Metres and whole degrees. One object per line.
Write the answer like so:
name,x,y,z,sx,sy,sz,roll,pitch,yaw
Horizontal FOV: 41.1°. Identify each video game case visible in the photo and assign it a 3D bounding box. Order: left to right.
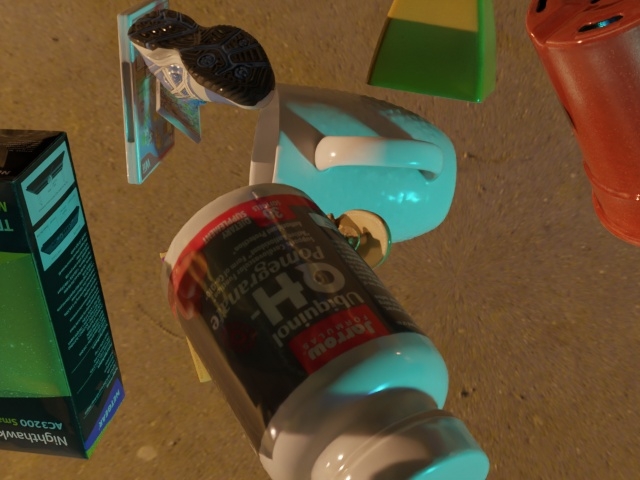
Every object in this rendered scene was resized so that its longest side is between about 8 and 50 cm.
video game case,-0.296,-0.265,1.474,0.025,0.204,0.285,6,116,6
video game case,-0.224,-0.214,1.347,0.011,0.122,0.087,-37,127,20

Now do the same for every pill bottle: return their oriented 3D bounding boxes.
pill bottle,-0.001,0.107,0.748,0.176,0.176,0.318,-43,54,5

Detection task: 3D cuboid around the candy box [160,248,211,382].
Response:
candy box,-0.134,0.088,1.154,0.109,0.053,0.186,-14,97,18

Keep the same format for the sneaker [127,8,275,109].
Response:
sneaker,-0.121,-0.186,0.929,0.080,0.081,0.211,-41,51,-20

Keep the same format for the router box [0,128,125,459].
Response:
router box,-0.322,0.037,0.645,0.309,0.081,0.243,3,122,12

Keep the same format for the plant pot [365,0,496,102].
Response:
plant pot,0.221,-0.374,1.571,0.212,0.212,0.187,13,110,15

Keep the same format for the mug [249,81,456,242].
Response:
mug,0.069,-0.124,1.463,0.328,0.374,0.276,6,85,-13

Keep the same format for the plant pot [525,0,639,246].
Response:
plant pot,0.365,-0.178,0.904,0.272,0.272,0.265,-38,120,6

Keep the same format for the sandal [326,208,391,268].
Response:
sandal,0.001,0.006,1.208,0.079,0.240,0.088,-17,101,-29
